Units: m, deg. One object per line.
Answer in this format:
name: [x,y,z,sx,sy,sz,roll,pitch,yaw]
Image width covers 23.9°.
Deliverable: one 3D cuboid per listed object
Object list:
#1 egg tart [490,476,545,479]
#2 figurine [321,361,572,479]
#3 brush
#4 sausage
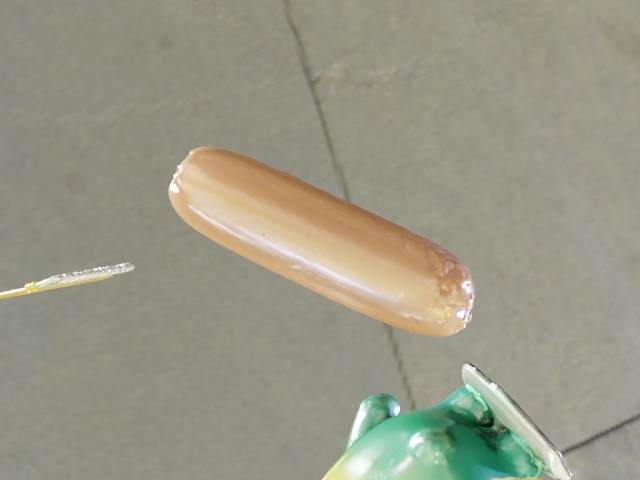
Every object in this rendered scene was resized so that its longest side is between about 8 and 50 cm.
egg tart: [0.071,0.213,0.703,0.090,0.213,0.212,4,83,-59]
figurine: [0.122,0.330,1.875,0.340,0.323,0.231,-42,145,-6]
brush: [-0.326,0.053,1.748,0.103,0.272,0.013,-10,89,-39]
sausage: [0.001,0.000,1.304,0.289,0.086,0.086,27,72,10]
